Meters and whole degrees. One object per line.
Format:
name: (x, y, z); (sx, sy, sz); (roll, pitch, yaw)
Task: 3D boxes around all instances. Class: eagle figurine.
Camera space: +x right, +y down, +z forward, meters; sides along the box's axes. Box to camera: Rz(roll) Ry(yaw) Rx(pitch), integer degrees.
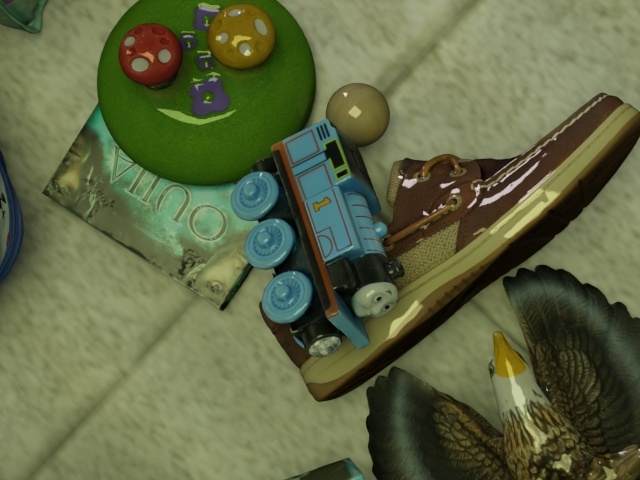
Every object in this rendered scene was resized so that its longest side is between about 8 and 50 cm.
eagle figurine: (0.164, 0.156, 1.431); (0.226, 0.298, 0.225); (8, 101, -7)

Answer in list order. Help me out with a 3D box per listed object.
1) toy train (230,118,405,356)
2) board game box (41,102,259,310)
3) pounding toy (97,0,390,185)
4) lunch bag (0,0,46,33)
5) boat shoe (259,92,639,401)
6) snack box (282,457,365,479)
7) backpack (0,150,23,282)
toy train: (0.000, 0.000, 1.465); (0.105, 0.080, 0.184); (-28, 55, 13)
board game box: (-0.125, -0.042, 1.605); (0.186, 0.026, 0.126); (32, 89, 12)
pounding toy: (-0.077, -0.129, 1.545); (0.237, 0.110, 0.183); (41, 79, 13)
lunch bag: (-0.337, -0.283, 1.550); (0.223, 0.262, 0.160); (21, 87, 11)
boat shoe: (0.098, -0.018, 1.519); (0.342, 0.123, 0.123); (-40, 77, 11)
snack box: (-0.096, 0.308, 1.477); (0.322, 0.060, 0.187); (-19, 101, -7)
backpack: (-0.376, -0.036, 1.554); (0.276, 0.213, 0.263); (-35, 76, 22)
